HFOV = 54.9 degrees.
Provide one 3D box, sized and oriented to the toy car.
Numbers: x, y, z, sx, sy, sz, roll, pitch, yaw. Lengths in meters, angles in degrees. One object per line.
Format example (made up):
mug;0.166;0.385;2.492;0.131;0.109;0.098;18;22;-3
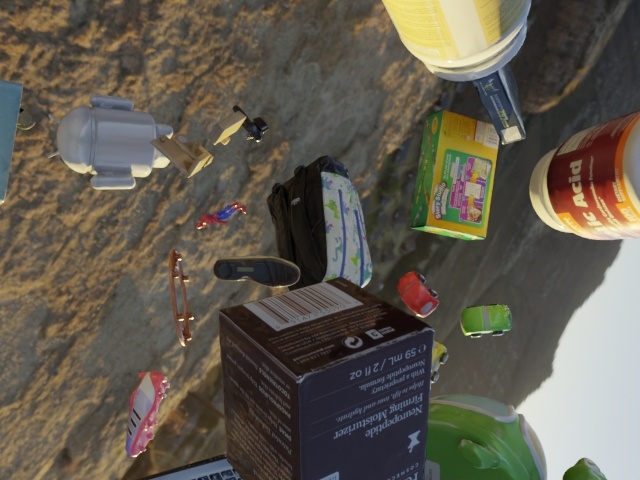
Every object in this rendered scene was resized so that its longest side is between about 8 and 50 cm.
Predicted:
toy car;0.256;0.161;1.206;0.053;0.225;0.239;19;62;-56

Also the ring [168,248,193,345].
ring;-0.476;0.194;2.122;0.336;0.032;0.337;172;-90;-84

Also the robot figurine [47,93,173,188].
robot figurine;-0.626;-0.295;1.851;0.200;0.353;0.300;-33;-120;57

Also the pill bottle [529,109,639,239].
pill bottle;0.556;-0.113;1.127;0.224;0.224;0.392;-61;-175;-4

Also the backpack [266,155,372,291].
backpack;0.000;0.000;1.710;0.290;0.273;0.356;-34;-137;39

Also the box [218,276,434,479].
box;0.003;0.172;0.665;0.168;0.167;0.203;-14;114;-32

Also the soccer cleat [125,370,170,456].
soccer cleat;-0.497;0.476;1.706;0.083;0.095;0.248;84;15;-49

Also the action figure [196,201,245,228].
action figure;-0.209;-0.049;1.278;0.115;0.038;0.030;-24;133;-39

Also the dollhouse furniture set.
dollhouse furniture set;-0.293;-0.267;1.486;0.151;0.123;0.144;-46;-177;34

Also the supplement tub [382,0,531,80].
supplement tub;0.216;-0.446;1.028;0.241;0.241;0.331;-60;147;-7

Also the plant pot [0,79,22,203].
plant pot;-0.768;-0.199;1.215;0.252;0.248;0.247;11;77;-38

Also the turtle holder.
turtle holder;0.268;0.356;0.999;0.320;0.243;0.227;-31;174;39

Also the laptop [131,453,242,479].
laptop;-0.123;0.583;1.035;0.236;0.408;0.382;-86;156;-67

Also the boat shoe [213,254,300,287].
boat shoe;-0.138;0.057;1.369;0.072;0.190;0.068;-85;-177;-74

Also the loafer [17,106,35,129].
loafer;-0.788;-0.328;1.559;0.050;0.148;0.056;94;19;-49

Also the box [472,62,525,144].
box;0.387;-0.353;1.358;0.232;0.059;0.183;45;39;-47

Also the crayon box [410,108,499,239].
crayon box;0.319;-0.151;1.459;0.081;0.165;0.278;177;-77;-70

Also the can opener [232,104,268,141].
can opener;-0.231;-0.373;1.966;0.073;0.186;0.059;-27;135;-20
